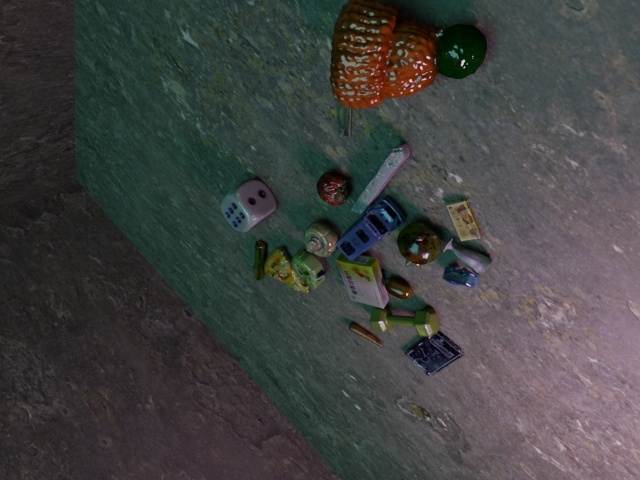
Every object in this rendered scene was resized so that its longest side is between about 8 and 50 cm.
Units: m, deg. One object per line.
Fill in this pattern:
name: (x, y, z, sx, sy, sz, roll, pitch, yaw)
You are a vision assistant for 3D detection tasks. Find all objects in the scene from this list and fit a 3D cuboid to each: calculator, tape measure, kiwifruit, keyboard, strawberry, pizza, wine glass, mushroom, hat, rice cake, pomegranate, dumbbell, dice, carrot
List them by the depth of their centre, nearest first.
hat: (0.236, -0.513, 1.127, 0.401, 0.285, 0.285, 7, 129, 6)
wine glass: (0.506, 0.057, 1.390, 0.155, 0.073, 0.073, 32, 137, 19)
keyboard: (0.088, -0.434, 1.433, 0.049, 0.015, 0.129, 23, 133, 28)
rice cake: (0.211, -0.210, 1.451, 0.056, 0.073, 0.365, 42, 139, 7)
pomegranate: (0.346, 0.031, 1.460, 0.156, 0.156, 0.220, 34, 140, 17)
strawberry: (0.040, -0.204, 1.574, 0.148, 0.131, 0.131, 15, 129, 24)
kiwifruit: (0.324, 0.200, 1.668, 0.125, 0.075, 0.075, 24, 134, 22)
dumbbell: (0.354, 0.344, 1.720, 0.302, 0.108, 0.121, -6, 118, 44)
mushroom: (0.000, 0.000, 1.763, 0.166, 0.127, 0.166, 21, 136, 22)
calculator: (0.497, 0.500, 1.774, 0.166, 0.028, 0.274, 40, 139, 11)
dice: (-0.339, -0.163, 1.893, 0.194, 0.192, 0.193, 54, 139, -3)
tape measure: (-0.054, 0.129, 1.930, 0.200, 0.106, 0.175, 48, 154, 5)
carrot: (0.225, 0.468, 1.987, 0.191, 0.047, 0.047, 27, 135, 19)
pizza: (-0.171, 0.177, 2.094, 0.288, 0.075, 0.279, 40, 140, 12)

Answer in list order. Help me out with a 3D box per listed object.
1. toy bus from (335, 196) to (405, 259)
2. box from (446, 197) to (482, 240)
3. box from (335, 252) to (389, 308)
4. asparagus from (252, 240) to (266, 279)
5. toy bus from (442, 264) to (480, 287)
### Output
toy bus: (0.187, -0.039, 1.557, 0.125, 0.133, 0.292, 49, 140, 2)
box: (0.484, -0.069, 1.354, 0.073, 0.020, 0.149, -13, 110, 47)
box: (0.185, 0.173, 1.744, 0.175, 0.062, 0.260, 9, 137, 35)
asparagus: (-0.334, 0.112, 2.204, 0.067, 0.060, 0.277, 19, 134, 5)
toy bus: (0.492, 0.127, 1.418, 0.051, 0.061, 0.153, 27, 174, -16)
